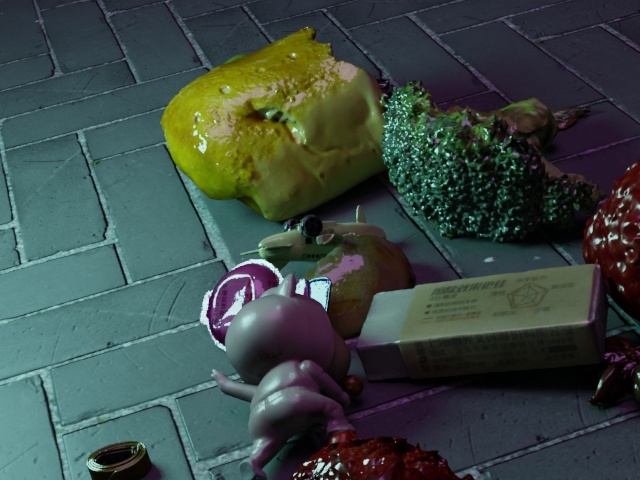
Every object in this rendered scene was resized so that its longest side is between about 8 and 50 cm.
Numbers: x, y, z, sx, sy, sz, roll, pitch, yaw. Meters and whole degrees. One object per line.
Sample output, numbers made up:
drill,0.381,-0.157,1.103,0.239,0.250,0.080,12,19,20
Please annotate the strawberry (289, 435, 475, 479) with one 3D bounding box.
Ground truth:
strawberry,0.067,0.320,1.329,0.274,0.220,0.274,-7,36,5

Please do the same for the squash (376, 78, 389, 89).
squash,-0.009,-0.337,2.533,0.318,0.071,0.080,9,35,27

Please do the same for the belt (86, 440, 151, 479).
belt,-0.274,0.303,1.620,0.083,0.036,0.059,-12,33,-3

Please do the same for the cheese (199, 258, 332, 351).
cheese,-0.086,0.098,1.816,0.244,0.062,0.155,-6,67,34

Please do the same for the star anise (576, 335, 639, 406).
star anise,0.427,0.172,1.617,0.167,0.057,0.168,-11,29,6

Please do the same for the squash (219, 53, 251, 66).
squash,-0.218,-0.268,2.446,0.118,0.118,0.370,8,40,26

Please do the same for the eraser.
eraser,0.229,0.120,1.692,0.343,0.078,0.144,-8,30,23

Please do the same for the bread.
bread,-0.087,-0.216,2.192,0.394,0.250,0.361,-24,34,-21

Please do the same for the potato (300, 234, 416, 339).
potato,0.056,0.067,1.844,0.261,0.100,0.120,-30,37,-29

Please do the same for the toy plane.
toy plane,0.000,0.000,1.953,0.244,0.092,0.229,-13,0,-27

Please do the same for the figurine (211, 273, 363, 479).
figurine,-0.038,0.199,1.648,0.186,0.176,0.287,21,37,-31

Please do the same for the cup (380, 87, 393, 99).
cup,0.096,-0.266,2.393,0.077,0.078,0.100,14,49,26

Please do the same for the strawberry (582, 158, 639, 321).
strawberry,0.516,-0.016,1.703,0.317,0.295,0.345,-37,19,-15

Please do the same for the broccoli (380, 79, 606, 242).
broccoli,0.267,-0.168,2.053,0.353,0.275,0.397,31,35,-18

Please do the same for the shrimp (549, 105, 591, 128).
shrimp,0.469,-0.234,2.289,0.108,0.023,0.059,-9,41,0
